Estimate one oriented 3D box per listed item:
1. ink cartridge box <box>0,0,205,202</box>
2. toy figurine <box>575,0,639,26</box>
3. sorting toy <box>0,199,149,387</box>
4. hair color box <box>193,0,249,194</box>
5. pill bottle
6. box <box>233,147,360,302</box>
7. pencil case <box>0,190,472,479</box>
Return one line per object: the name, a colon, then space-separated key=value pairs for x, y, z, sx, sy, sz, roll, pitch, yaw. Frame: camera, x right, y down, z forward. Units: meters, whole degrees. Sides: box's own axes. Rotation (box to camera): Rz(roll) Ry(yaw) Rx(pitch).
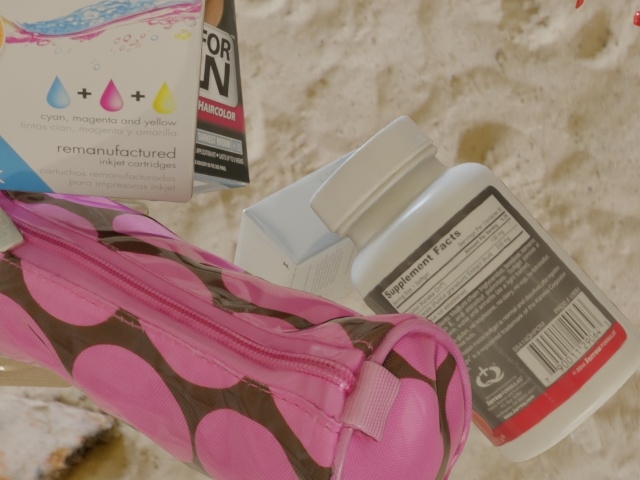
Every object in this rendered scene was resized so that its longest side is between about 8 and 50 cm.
ink cartridge box: x=-0.086 y=-0.097 z=0.356 sx=0.104 sy=0.181 sz=0.062 roll=3 pitch=48 yaw=-6
toy figurine: x=0.442 y=-0.243 z=1.109 sx=0.217 sy=0.362 sz=0.191 roll=37 pitch=113 yaw=40
sorting toy: x=-0.223 y=0.026 z=0.716 sx=0.193 sy=0.208 sz=0.038 roll=6 pitch=51 yaw=-25
hair color box: x=-0.166 y=-0.232 z=1.025 sx=0.113 sy=0.185 sz=0.374 roll=-9 pitch=83 yaw=24
pill bottle: x=0.141 y=0.039 z=1.127 sx=0.176 sy=0.176 sz=0.318 roll=-42 pitch=85 yaw=-1
box: x=0.000 y=0.000 z=1.288 sx=0.170 sy=0.130 sz=0.091 roll=-29 pitch=63 yaw=-31
pencil case: x=-0.051 y=0.032 z=0.417 sx=0.209 sy=0.098 sz=0.095 roll=21 pitch=58 yaw=27
